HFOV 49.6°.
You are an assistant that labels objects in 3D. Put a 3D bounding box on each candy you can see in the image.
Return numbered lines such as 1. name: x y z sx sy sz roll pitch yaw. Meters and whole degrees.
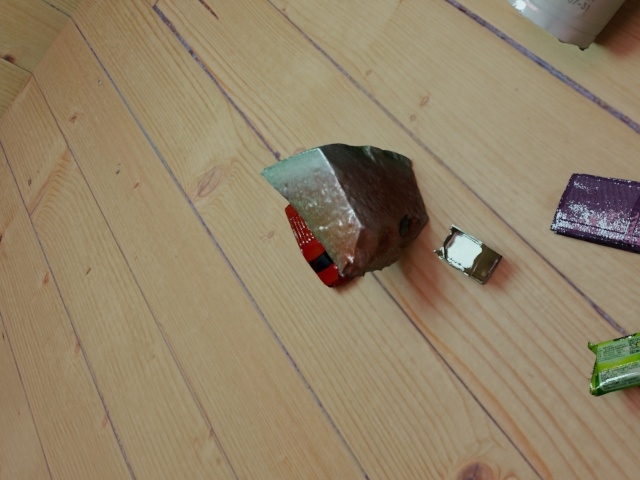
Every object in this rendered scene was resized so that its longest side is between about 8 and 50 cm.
1. candy: 0.473 0.166 0.991 0.178 0.032 0.102 -24 28 31

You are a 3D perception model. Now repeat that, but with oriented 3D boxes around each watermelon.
1. watermelon: 0.071 -0.088 1.295 0.302 0.264 0.151 51 120 27

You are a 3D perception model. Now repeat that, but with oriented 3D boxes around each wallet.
1. wallet: 0.460 -0.047 1.101 0.166 0.030 0.111 17 85 41

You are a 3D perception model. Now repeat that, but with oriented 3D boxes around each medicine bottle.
1. medicine bottle: 0.453 -0.496 1.098 0.332 0.190 0.190 -57 47 34

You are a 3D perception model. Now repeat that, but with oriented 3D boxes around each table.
1. table: 0.254 0.024 1.200 0.079 0.083 0.062 36 96 39

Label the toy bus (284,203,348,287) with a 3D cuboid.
1. toy bus: 0.000 0.000 1.401 0.081 0.089 0.195 -38 55 22
